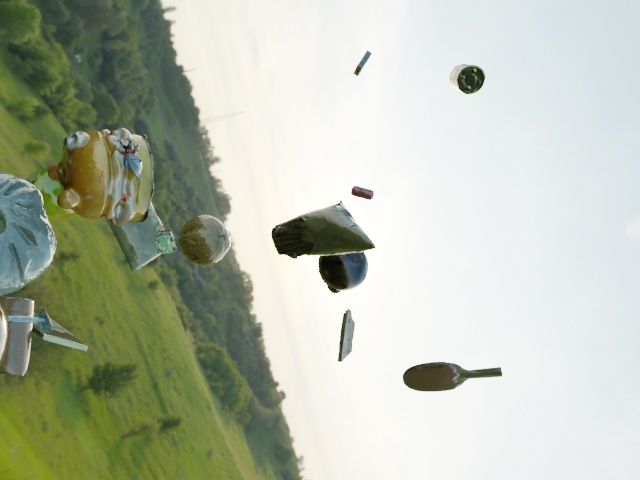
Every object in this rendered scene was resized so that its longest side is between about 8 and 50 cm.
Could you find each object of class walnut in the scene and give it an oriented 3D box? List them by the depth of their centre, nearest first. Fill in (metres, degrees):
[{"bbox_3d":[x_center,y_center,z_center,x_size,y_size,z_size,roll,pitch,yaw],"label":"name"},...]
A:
[{"bbox_3d":[-0.518,0.000,2.091,0.228,0.228,0.228,163,-90,-79],"label":"walnut"}]

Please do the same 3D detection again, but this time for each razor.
[{"bbox_3d":[-0.805,0.217,1.295,0.068,0.040,0.135,55,3,16],"label":"razor"}]

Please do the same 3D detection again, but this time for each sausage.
[{"bbox_3d":[-1.024,0.319,1.558,0.123,0.123,0.252,117,-29,-74],"label":"sausage"}]

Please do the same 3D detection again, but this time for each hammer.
[{"bbox_3d":[0.150,-0.171,1.684,0.043,0.083,0.043,15,90,-90],"label":"hammer"}]

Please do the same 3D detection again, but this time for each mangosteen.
[{"bbox_3d":[0.084,0.120,2.049,0.265,0.228,0.228,-46,-122,47],"label":"mangosteen"}]

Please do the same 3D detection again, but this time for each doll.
[{"bbox_3d":[-0.475,-0.203,1.191,0.039,0.057,0.114,-139,-146,-58],"label":"doll"}]

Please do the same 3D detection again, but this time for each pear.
[{"bbox_3d":[-0.908,-0.154,1.641,0.220,0.187,0.187,28,29,-48],"label":"pear"}]

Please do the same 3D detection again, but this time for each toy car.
[{"bbox_3d":[-0.483,0.009,1.475,0.122,0.059,0.035,114,-38,-63],"label":"toy car"}]

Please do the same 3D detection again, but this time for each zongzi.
[{"bbox_3d":[0.000,0.000,1.530,0.317,0.289,0.154,-127,-161,-68],"label":"zongzi"}]

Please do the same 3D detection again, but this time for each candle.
[{"bbox_3d":[0.269,-0.302,0.880,0.130,0.052,0.052,-74,152,-69],"label":"candle"}]

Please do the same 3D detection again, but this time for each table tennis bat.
[{"bbox_3d":[0.317,0.329,1.145,0.022,0.235,0.131,-86,162,-46],"label":"table tennis bat"}]

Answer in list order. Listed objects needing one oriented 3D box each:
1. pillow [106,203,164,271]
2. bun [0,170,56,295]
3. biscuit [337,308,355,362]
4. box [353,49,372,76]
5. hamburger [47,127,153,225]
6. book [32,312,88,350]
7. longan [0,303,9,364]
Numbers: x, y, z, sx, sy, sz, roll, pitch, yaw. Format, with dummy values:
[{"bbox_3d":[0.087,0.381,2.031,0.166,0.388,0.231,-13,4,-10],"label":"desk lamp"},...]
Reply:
[{"bbox_3d":[-0.671,-0.044,1.745,0.075,0.185,0.302,20,-45,43],"label":"pillow"},{"bbox_3d":[-0.836,-0.024,1.138,0.194,0.354,0.354,-31,-105,53],"label":"bun"},{"bbox_3d":[0.115,0.397,2.034,0.131,0.026,0.236,-25,122,-63],"label":"biscuit"},{"bbox_3d":[0.154,-0.648,1.728,0.024,0.083,0.053,30,-22,-4],"label":"box"},{"bbox_3d":[-0.609,-0.180,1.308,0.276,0.237,0.276,2,-88,52],"label":"hamburger"},{"bbox_3d":[-1.012,0.323,1.737,0.289,0.026,0.201,20,-14,29],"label":"book"},{"bbox_3d":[-0.813,0.219,0.931,0.361,0.361,0.360,163,-90,-79],"label":"longan"}]
